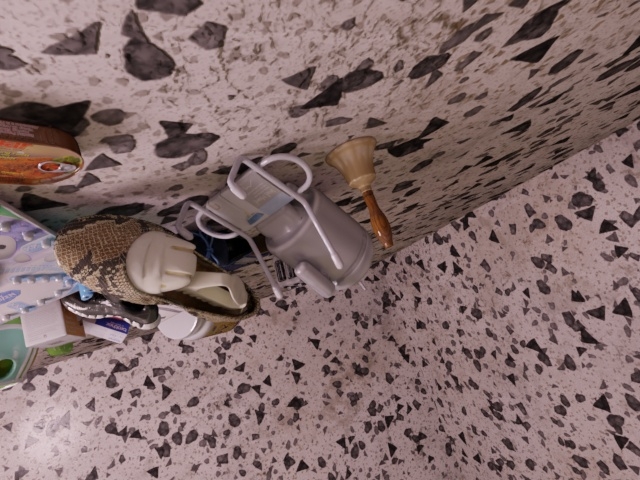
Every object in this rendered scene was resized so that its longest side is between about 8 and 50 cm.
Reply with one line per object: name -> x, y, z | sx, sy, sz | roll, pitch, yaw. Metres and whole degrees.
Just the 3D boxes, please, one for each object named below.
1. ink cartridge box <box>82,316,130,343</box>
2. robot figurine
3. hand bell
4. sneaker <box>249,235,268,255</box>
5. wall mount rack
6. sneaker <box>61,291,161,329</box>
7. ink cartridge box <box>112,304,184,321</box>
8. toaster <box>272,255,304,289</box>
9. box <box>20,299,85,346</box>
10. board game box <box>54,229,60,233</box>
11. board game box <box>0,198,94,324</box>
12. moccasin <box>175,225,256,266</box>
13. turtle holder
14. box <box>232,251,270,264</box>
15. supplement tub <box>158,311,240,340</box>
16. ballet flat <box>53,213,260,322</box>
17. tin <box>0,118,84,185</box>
ink cartridge box -> -0.658, 0.218, 1.194 | 0.207, 0.097, 0.046 | 29, 112, -27
robot figurine -> 0.000, 0.000, 1.083 | 0.199, 0.300, 0.353 | -27, 128, 37
hand bell -> 0.111, -0.096, 0.938 | 0.126, 0.242, 0.126 | -20, 170, -4
sneaker -> -0.174, 0.014, 1.430 | 0.192, 0.064, 0.086 | -21, 165, -14
wall mount rack -> -0.125, -0.021, 0.899 | 0.304, 0.131, 0.350 | 34, 135, -31
sneaker -> -0.505, 0.144, 1.010 | 0.234, 0.078, 0.106 | 17, 132, -10
ink cartridge box -> -0.485, 0.133, 1.166 | 0.283, 0.117, 0.207 | -27, 143, 34
toaster -> -0.108, 0.113, 1.789 | 0.110, 0.186, 0.168 | -6, 171, -43
box -> -0.675, 0.173, 1.042 | 0.091, 0.171, 0.130 | -16, 168, -13
board game box -> -0.656, 0.073, 0.868 | 0.316, 0.064, 0.242 | -15, 168, -24
board game box -> -0.632, 0.086, 0.707 | 0.389, 0.050, 0.390 | -24, 156, -5
moccasin -> -0.296, 0.017, 1.109 | 0.116, 0.138, 0.342 | -11, -173, 25
turtle holder -> -0.850, 0.274, 1.076 | 0.243, 0.228, 0.320 | -21, 169, -1
box -> -0.304, 0.072, 1.561 | 0.225, 0.037, 0.136 | -25, 168, 18
supplement tub -> -0.489, 0.280, 1.713 | 0.241, 0.241, 0.331 | -23, 169, 17
ballet flat -> -0.279, 0.073, 0.864 | 0.182, 0.164, 0.483 | 2, 159, 27
tin -> -0.399, -0.110, 0.514 | 0.106, 0.040, 0.189 | -22, 170, 33
